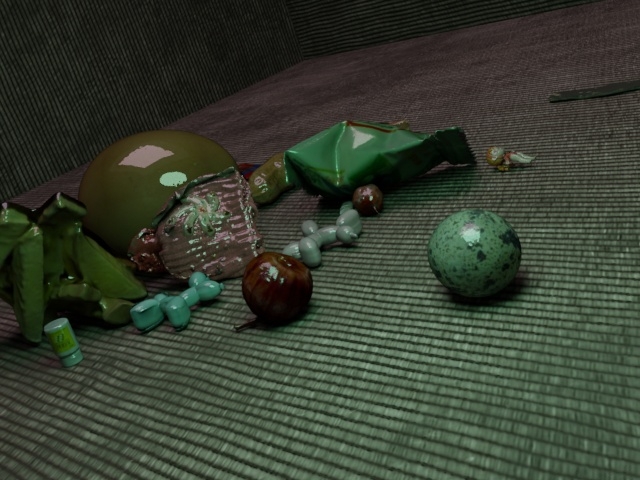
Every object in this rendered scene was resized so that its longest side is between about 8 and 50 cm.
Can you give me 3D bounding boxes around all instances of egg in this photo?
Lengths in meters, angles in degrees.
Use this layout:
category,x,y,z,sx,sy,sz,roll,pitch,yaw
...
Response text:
category,x,y,z,sx,sy,sz,roll,pitch,yaw
egg,0.227,0.018,1.276,0.132,0.132,0.172,-24,11,-14
egg,-0.362,-0.101,1.931,0.374,0.301,0.301,-11,18,-2

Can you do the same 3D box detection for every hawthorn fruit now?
category,x,y,z,sx,sy,sz,roll,pitch,yaw
hawthorn fruit,0.105,-0.077,1.782,0.067,0.067,0.103,-20,31,-1

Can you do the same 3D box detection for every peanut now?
category,x,y,z,sx,sy,sz,roll,pitch,yaw
peanut,-0.116,-0.162,2.174,0.108,0.095,0.226,-10,21,35

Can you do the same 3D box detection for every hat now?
category,x,y,z,sx,sy,sz,roll,pitch,yaw
hat,-0.263,-0.012,1.738,0.286,0.236,0.107,-18,-22,6

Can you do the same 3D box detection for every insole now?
category,x,y,z,sx,sy,sz,roll,pitch,yaw
insole,0.682,-0.368,2.098,0.248,0.011,0.081,-1,25,42

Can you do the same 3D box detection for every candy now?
category,x,y,z,sx,sy,sz,roll,pitch,yaw
candy,0.134,-0.180,1.854,0.398,0.172,0.263,-3,0,21

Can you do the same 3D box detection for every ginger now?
category,x,y,z,sx,sy,sz,roll,pitch,yaw
ginger,-0.561,0.083,1.673,0.413,0.211,0.358,-6,-27,-7

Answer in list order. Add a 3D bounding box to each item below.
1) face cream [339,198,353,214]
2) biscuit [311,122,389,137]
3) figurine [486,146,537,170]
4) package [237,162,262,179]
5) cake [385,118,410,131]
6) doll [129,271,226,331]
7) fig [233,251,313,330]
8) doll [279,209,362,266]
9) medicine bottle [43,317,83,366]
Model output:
category,x,y,z,sx,sy,sz,roll,pitch,yaw
face cream,0.061,-0.080,1.886,0.038,0.020,0.115,-13,17,12
biscuit,0.042,-0.294,2.470,0.278,0.043,0.301,-25,19,-18
figurine,0.397,-0.169,1.773,0.109,0.047,0.064,12,28,42
package,-0.223,-0.207,2.521,0.083,0.022,0.200,-28,21,-21
cake,0.116,-0.208,2.053,0.225,0.109,0.090,-14,19,19
doll,-0.261,0.112,1.605,0.159,0.059,0.158,-11,21,27
fig,-0.081,0.088,1.423,0.128,0.128,0.150,5,59,51
doll,0.000,0.000,1.666,0.161,0.059,0.160,-14,18,15
medicine bottle,-0.473,0.188,1.563,0.047,0.083,0.047,-18,18,6
